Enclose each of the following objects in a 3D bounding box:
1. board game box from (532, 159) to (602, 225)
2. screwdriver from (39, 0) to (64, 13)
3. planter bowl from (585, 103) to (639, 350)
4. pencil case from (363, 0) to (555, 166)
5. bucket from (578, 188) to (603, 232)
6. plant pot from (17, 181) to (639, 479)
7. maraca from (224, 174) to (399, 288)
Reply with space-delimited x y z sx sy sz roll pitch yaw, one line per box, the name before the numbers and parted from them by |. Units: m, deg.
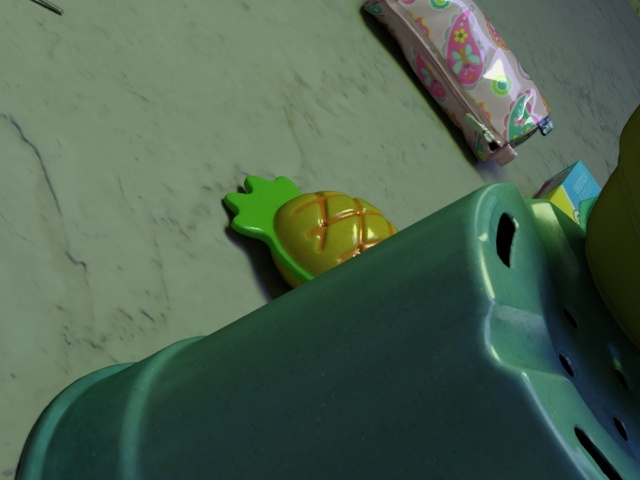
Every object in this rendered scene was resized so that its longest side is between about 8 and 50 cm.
board game box | 0.350 0.049 1.727 0.242 0.064 0.316 54 30 -4
screwdriver | -0.274 -0.222 1.084 0.170 0.025 0.024 34 32 -52
planter bowl | 0.226 0.016 0.807 0.217 0.090 0.217 39 30 -28
pencil case | 0.182 -0.235 1.733 0.284 0.124 0.124 53 27 -7
bucket | 0.406 0.049 1.483 0.281 0.183 0.281 -14 90 -74
plant pot | 0.046 0.153 0.829 0.341 0.334 0.341 38 32 -29
maraca | 0.000 0.000 1.196 0.185 0.099 0.127 32 32 8
